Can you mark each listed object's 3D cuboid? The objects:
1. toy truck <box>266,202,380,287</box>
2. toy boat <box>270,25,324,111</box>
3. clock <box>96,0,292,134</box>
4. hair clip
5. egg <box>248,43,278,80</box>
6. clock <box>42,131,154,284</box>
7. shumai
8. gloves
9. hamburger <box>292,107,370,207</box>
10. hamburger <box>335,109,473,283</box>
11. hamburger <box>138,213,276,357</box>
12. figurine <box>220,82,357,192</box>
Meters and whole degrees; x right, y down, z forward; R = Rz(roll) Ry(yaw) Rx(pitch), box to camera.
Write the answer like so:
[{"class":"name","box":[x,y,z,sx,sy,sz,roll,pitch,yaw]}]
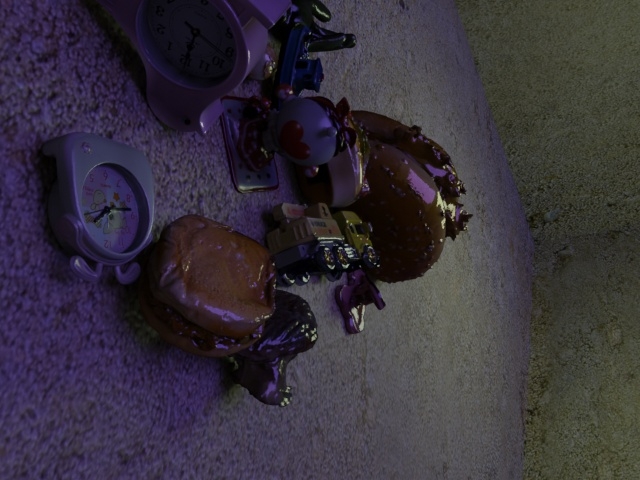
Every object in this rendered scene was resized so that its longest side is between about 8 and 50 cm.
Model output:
[{"class":"toy truck","box":[0.000,0.000,1.354,0.272,0.124,0.157,0,71,-59]},{"class":"toy boat","box":[-0.043,-0.325,1.374,0.100,0.097,0.223,63,35,-74]},{"class":"clock","box":[-0.227,-0.313,0.982,0.290,0.275,0.080,32,45,-7]},{"class":"hair clip","box":[0.083,0.131,1.560,0.138,0.102,0.123,-119,-174,-65]},{"class":"egg","box":[-0.118,-0.348,1.304,0.083,0.071,0.071,-81,150,-60]},{"class":"clock","box":[-0.286,-0.038,0.882,0.151,0.062,0.191,14,69,-61]},{"class":"shumai","box":[-0.098,0.173,1.097,0.209,0.161,0.153,-22,124,-54]},{"class":"gloves","box":[-0.032,-0.470,1.471,0.268,0.107,0.135,11,75,-43]},{"class":"hamburger","box":[0.023,-0.170,1.406,0.116,0.173,0.210,-19,98,-37]},{"class":"hamburger","box":[0.201,-0.101,1.599,0.445,0.287,0.268,62,34,-26]},{"class":"hamburger","box":[-0.159,0.063,0.963,0.214,0.108,0.213,23,41,-22]},{"class":"figurine","box":[-0.040,-0.199,1.229,0.160,0.226,0.183,-14,93,-61]}]
